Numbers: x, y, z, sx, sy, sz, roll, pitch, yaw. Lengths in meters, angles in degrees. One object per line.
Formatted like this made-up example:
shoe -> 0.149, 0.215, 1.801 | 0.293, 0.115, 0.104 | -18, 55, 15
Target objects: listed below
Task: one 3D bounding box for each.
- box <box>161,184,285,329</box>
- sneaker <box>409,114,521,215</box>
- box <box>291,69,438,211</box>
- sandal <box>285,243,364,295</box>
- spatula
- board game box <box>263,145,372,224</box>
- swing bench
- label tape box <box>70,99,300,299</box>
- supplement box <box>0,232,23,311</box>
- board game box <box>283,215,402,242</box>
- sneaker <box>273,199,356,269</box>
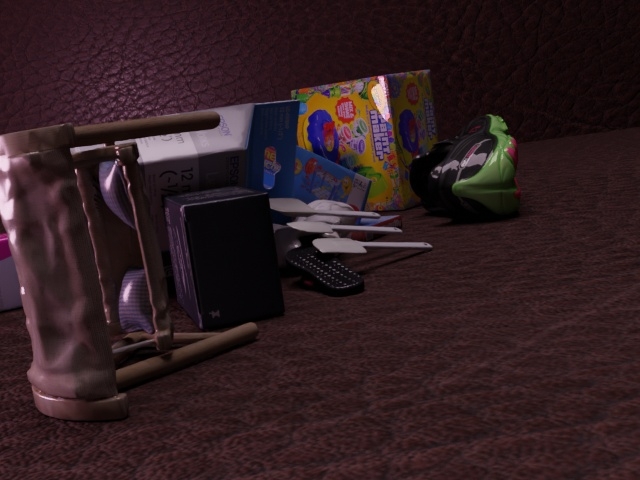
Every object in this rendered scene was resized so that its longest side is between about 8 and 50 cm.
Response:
box -> -0.129, 0.014, 1.111 | 0.108, 0.153, 0.207 | -10, 10, -16
sneaker -> 0.278, -0.154, 1.742 | 0.202, 0.185, 0.483 | -3, 8, 6
box -> 0.109, -0.221, 1.976 | 0.279, 0.290, 0.177 | -2, 10, 41
sandal -> 0.003, 0.047, 1.179 | 0.067, 0.040, 0.179 | -17, 25, -19
spatula -> 0.043, -0.022, 1.300 | 0.242, 0.019, 0.168 | 0, 24, -42
board game box -> -0.118, -0.122, 1.572 | 0.308, 0.086, 0.302 | 22, -9, -31
swing bench -> -0.208, 0.012, 0.856 | 0.165, 0.254, 0.254 | -4, 9, 27
label tape box -> -0.185, -0.058, 1.280 | 0.347, 0.249, 0.115 | -10, 45, -18
supplement box -> -0.467, 0.041, 1.389 | 0.220, 0.111, 0.114 | -12, 9, -27
board game box -> -0.005, -0.017, 1.619 | 0.281, 0.027, 0.145 | -2, 9, 34
sneaker -> 0.000, 0.000, 1.365 | 0.115, 0.091, 0.232 | 8, 25, 37
